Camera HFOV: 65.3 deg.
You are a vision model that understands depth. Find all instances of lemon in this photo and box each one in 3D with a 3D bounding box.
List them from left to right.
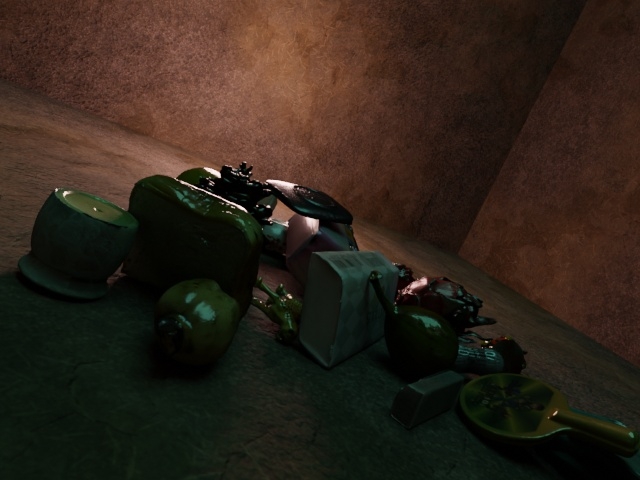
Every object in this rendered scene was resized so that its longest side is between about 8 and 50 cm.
[{"bbox_3d":[-0.328,-0.111,1.439,0.248,0.184,0.184,40,17,27],"label":"lemon"}]

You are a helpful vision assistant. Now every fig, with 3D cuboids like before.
[{"bbox_3d":[0.171,0.184,1.064,0.259,0.151,0.151,39,7,-14],"label":"fig"}]

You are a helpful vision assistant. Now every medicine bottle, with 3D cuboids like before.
[{"bbox_3d":[-0.390,0.006,0.812,0.147,0.143,0.147,28,8,-5],"label":"medicine bottle"}]

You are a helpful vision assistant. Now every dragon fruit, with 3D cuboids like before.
[{"bbox_3d":[0.258,0.131,1.710,0.130,0.121,0.142,42,-5,39],"label":"dragon fruit"},{"bbox_3d":[0.308,0.185,1.285,0.274,0.192,0.193,-5,47,10],"label":"dragon fruit"},{"bbox_3d":[0.467,0.318,1.303,0.142,0.138,0.175,50,-5,11],"label":"dragon fruit"}]

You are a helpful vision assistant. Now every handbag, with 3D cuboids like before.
[{"bbox_3d":[0.584,0.444,0.962,0.269,0.100,0.274,22,11,-32],"label":"handbag"}]

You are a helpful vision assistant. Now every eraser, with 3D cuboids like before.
[{"bbox_3d":[0.080,0.131,1.112,0.082,0.213,0.397,12,5,24],"label":"eraser"}]

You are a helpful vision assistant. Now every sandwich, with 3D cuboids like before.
[{"bbox_3d":[-0.232,0.019,0.898,0.251,0.226,0.087,24,24,10],"label":"sandwich"}]

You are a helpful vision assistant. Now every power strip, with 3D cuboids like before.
[{"bbox_3d":[-0.202,-0.068,1.512,0.078,0.052,0.272,7,40,12],"label":"power strip"}]

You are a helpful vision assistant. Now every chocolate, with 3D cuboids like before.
[{"bbox_3d":[0.354,0.286,1.198,0.167,0.072,0.072,4,8,10],"label":"chocolate"}]

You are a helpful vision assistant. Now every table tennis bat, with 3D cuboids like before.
[{"bbox_3d":[0.419,0.333,0.948,0.321,0.050,0.198,7,24,41],"label":"table tennis bat"}]

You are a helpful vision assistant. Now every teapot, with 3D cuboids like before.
[{"bbox_3d":[-0.157,-0.014,1.577,0.246,0.116,0.159,18,22,-1],"label":"teapot"}]

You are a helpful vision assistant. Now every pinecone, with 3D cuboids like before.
[{"bbox_3d":[-0.225,-0.064,1.252,0.243,0.257,0.243,39,4,-3],"label":"pinecone"}]

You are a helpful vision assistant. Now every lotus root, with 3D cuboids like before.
[{"bbox_3d":[-0.188,0.123,0.749,0.125,0.118,0.221,25,10,3],"label":"lotus root"}]

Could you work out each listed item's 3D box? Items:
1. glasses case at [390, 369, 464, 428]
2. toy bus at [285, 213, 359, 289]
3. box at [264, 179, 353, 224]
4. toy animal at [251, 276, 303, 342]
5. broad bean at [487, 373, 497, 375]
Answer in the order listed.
[{"bbox_3d":[0.203,0.290,0.933,0.047,0.070,0.205,27,11,35],"label":"glasses case"},{"bbox_3d":[0.000,0.000,1.406,0.162,0.171,0.386,49,11,-17],"label":"toy bus"},{"bbox_3d":[-0.031,-0.104,1.329,0.201,0.042,0.212,9,23,-38],"label":"box"},{"bbox_3d":[-0.071,0.151,1.049,0.136,0.073,0.181,37,2,20],"label":"toy animal"},{"bbox_3d":[0.436,0.350,1.110,0.165,0.084,0.114,23,-9,28],"label":"broad bean"}]
